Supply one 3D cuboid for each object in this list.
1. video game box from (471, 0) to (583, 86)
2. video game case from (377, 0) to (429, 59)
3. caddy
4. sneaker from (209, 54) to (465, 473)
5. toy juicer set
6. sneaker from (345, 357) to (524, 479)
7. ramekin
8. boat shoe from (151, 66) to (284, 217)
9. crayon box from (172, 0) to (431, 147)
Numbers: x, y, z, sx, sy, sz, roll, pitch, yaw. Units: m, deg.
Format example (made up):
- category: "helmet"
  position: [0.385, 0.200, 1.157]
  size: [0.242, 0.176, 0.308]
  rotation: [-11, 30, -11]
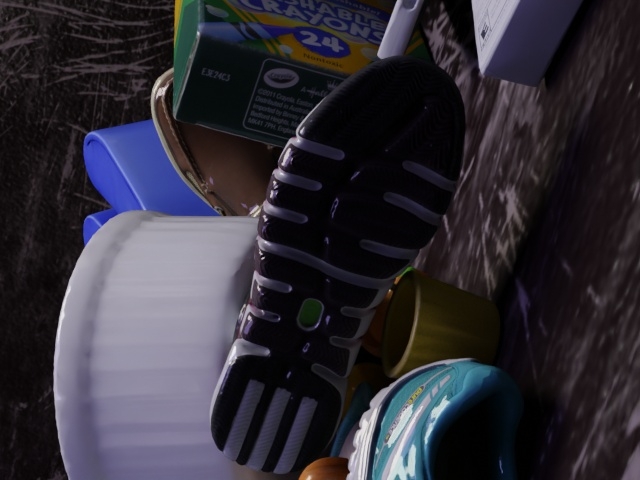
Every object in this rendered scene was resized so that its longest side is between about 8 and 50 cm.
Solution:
- category: "video game box"
  position: [0.150, -0.233, 0.890]
  size: [0.187, 0.048, 0.205]
  rotation: [-93, 20, -44]
- category: "video game case"
  position: [0.095, -0.245, 1.073]
  size: [0.190, 0.022, 0.173]
  rotation: [-64, -4, -59]
- category: "caddy"
  position: [-0.134, 0.002, 1.524]
  size: [0.341, 0.179, 0.241]
  rotation: [-127, 35, -46]
- category: "sneaker"
  position: [0.000, 0.000, 0.922]
  size: [0.162, 0.106, 0.281]
  rotation: [-96, 31, -74]
- category: "toy juicer set"
  position: [0.020, 0.167, 0.973]
  size: [0.209, 0.089, 0.329]
  rotation: [-135, 58, -75]
- category: "sneaker"
  position: [0.061, 0.195, 0.764]
  size: [0.110, 0.107, 0.275]
  rotation: [-27, 53, 56]
- category: "ramekin"
  position: [-0.078, 0.110, 1.098]
  size: [0.277, 0.135, 0.277]
  rotation: [-3, -90, -69]
- category: "boat shoe"
  position: [-0.048, -0.042, 1.205]
  size: [0.095, 0.257, 0.095]
  rotation: [-40, 16, -5]
- category: "crayon box"
  position: [-0.021, -0.186, 1.223]
  size: [0.323, 0.203, 0.083]
  rotation: [-100, 27, -59]
